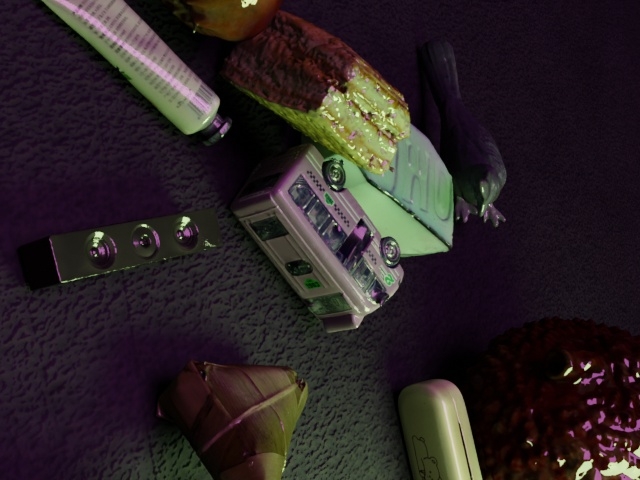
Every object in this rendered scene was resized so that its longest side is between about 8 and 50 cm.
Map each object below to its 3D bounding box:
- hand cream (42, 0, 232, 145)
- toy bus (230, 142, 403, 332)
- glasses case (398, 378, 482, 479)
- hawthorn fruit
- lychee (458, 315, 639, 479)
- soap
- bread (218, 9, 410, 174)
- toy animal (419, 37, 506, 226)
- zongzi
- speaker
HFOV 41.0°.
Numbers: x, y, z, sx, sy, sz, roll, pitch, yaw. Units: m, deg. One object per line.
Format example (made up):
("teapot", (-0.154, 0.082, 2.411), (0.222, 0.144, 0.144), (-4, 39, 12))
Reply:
("hand cream", (-0.177, -0.182, 0.819), (0.234, 0.050, 0.080), (46, 47, -26))
("toy bus", (0.000, 0.000, 0.930), (0.199, 0.096, 0.108), (53, 47, -22))
("glasses case", (0.148, 0.266, 1.031), (0.050, 0.083, 0.197), (-10, 84, -37))
("hawthorn fruit", (-0.094, -0.291, 0.864), (0.149, 0.149, 0.189), (39, 57, -37))
("lychee", (0.319, 0.245, 1.096), (0.330, 0.305, 0.306), (80, 28, -42))
("soap", (0.078, -0.079, 1.056), (0.230, 0.091, 0.145), (30, 56, -41))
("bread", (0.001, -0.159, 0.902), (0.138, 0.196, 0.102), (27, 98, -44))
("toy animal", (0.207, -0.111, 1.189), (0.367, 0.081, 0.206), (-96, 169, -50))
("zongzi", (-0.043, 0.185, 0.776), (0.160, 0.079, 0.176), (3, 36, -50))
("speaker", (-0.170, 0.005, 0.759), (0.191, 0.046, 0.040), (-15, 92, -53))
